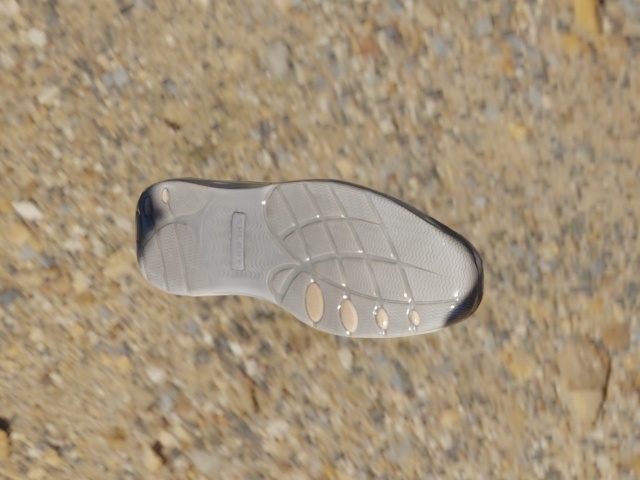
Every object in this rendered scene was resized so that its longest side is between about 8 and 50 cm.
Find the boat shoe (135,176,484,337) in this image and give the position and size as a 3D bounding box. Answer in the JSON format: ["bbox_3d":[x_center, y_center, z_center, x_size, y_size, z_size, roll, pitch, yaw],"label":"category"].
[{"bbox_3d":[0.000,0.000,1.643,0.355,0.130,0.132,13,104,35],"label":"boat shoe"}]
